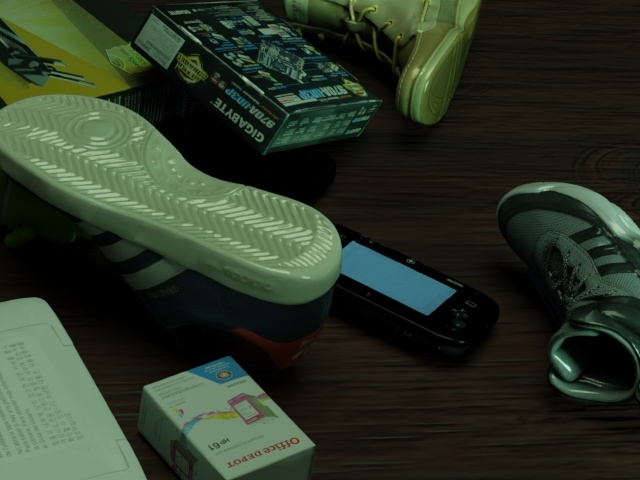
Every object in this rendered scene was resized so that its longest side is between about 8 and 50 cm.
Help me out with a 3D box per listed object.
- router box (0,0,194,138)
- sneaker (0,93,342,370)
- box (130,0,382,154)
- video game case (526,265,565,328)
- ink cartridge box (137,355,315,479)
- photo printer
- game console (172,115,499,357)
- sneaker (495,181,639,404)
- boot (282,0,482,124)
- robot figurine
[{"bbox_3d":[-0.306,-0.189,1.888,0.243,0.081,0.309,-18,46,-35],"label":"router box"},{"bbox_3d":[-0.145,0.000,1.626,0.350,0.148,0.131,29,46,23],"label":"sneaker"},{"bbox_3d":[-0.058,-0.163,1.853,0.175,0.051,0.220,40,22,15],"label":"box"},{"bbox_3d":[0.273,0.071,1.751,0.119,0.015,0.166,-4,39,-18],"label":"video game case"},{"bbox_3d":[-0.075,0.157,1.516,0.088,0.052,0.122,-19,47,-34],"label":"ink cartridge box"},{"bbox_3d":[-0.305,0.169,1.393,0.307,0.107,0.256,-11,42,-26],"label":"photo printer"},{"bbox_3d":[0.000,0.000,1.751,0.361,0.044,0.213,27,39,19],"label":"game console"},{"bbox_3d":[0.230,0.048,1.670,0.153,0.101,0.268,-24,51,-41],"label":"sneaker"},{"bbox_3d":[0.054,-0.220,2.011,0.203,0.095,0.262,16,35,6],"label":"boot"},{"bbox_3d":[-0.252,-0.037,1.713,0.115,0.067,0.101,15,67,4],"label":"robot figurine"}]
